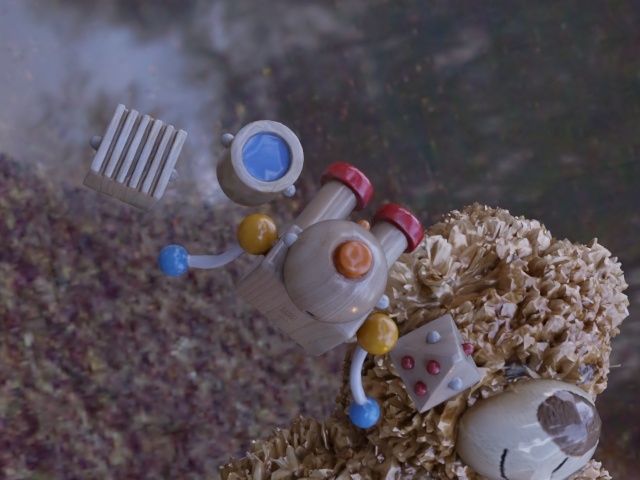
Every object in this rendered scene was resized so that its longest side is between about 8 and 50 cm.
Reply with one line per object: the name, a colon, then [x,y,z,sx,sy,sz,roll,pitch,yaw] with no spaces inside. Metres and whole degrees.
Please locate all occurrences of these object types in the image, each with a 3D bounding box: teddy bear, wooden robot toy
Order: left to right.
wooden robot toy: [0.000,0.000,0.431,0.173,0.079,0.076,39,73,-6]
teddy bear: [0.044,0.153,0.572,0.245,0.338,0.113,33,17,-19]
